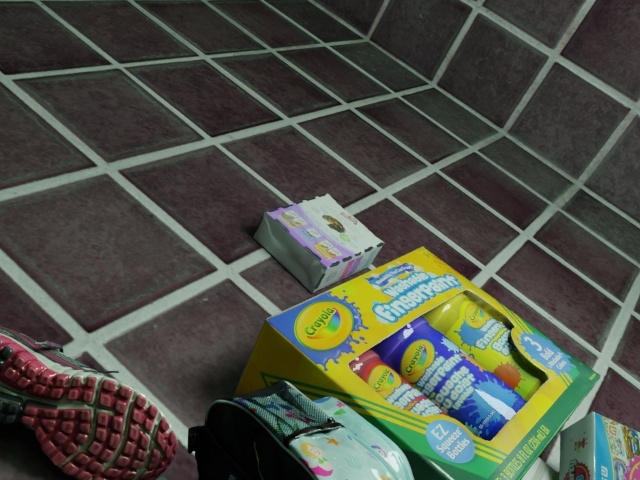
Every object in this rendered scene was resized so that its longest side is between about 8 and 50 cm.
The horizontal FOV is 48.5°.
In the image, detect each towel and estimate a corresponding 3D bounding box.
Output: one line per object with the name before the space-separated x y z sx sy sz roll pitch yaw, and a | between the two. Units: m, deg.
towel | 0.327 0.366 1.141 0.152 0.023 0.113 38 33 14

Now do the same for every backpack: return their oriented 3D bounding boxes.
backpack | -0.009 0.291 0.743 0.191 0.225 0.254 -2 17 -36

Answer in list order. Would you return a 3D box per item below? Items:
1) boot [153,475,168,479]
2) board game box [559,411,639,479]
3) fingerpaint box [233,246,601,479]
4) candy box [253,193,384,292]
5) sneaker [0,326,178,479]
boot | -0.214 0.422 0.516 0.445 0.146 0.366 -2 73 -65
board game box | 0.512 0.428 1.071 0.304 0.097 0.224 24 49 -6
fingerpaint box | 0.162 0.215 1.067 0.371 0.163 0.445 38 32 24
candy box | 0.000 0.000 1.361 0.165 0.070 0.196 42 34 21
sneaker | -0.299 0.179 0.831 0.299 0.120 0.112 33 0 -8
